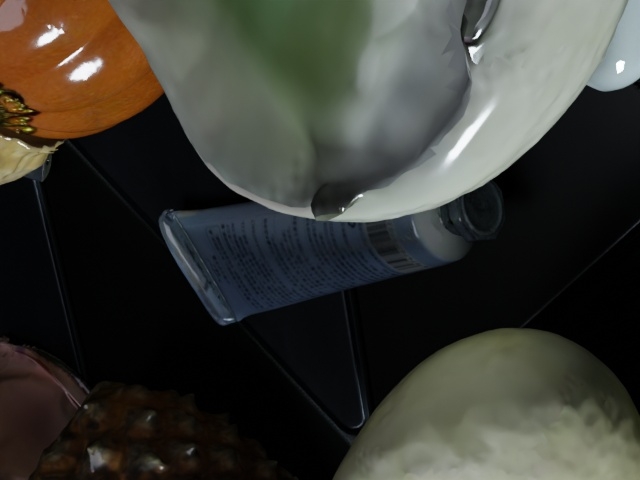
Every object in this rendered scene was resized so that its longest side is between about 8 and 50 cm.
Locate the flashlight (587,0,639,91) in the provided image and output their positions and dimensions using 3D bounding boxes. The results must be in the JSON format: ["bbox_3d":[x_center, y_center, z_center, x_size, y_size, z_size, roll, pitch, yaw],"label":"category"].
[{"bbox_3d":[0.146,-0.162,0.853,0.093,0.047,0.200,27,129,26],"label":"flashlight"}]

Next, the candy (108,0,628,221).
[{"bbox_3d":[0.029,-0.240,0.775,0.386,0.186,0.427,49,128,30],"label":"candy"}]

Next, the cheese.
[{"bbox_3d":[0.130,0.229,0.935,0.328,0.129,0.351,35,130,4],"label":"cheese"}]

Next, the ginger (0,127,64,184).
[{"bbox_3d":[-0.312,-0.108,1.182,0.354,0.126,0.189,15,103,33],"label":"ginger"}]

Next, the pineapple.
[{"bbox_3d":[-0.025,0.232,1.157,0.361,0.175,0.175,27,130,10],"label":"pineapple"}]

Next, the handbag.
[{"bbox_3d":[-0.234,0.190,1.311,0.179,0.116,0.205,19,126,29],"label":"handbag"}]

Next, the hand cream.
[{"bbox_3d":[0.000,0.000,1.061,0.256,0.055,0.088,-14,114,44],"label":"hand cream"}]

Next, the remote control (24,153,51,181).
[{"bbox_3d":[-0.221,-0.066,1.215,0.091,0.016,0.034,19,110,28],"label":"remote control"}]

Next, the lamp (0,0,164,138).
[{"bbox_3d":[-0.175,-0.152,1.001,0.223,0.196,0.223,28,166,8],"label":"lamp"}]
